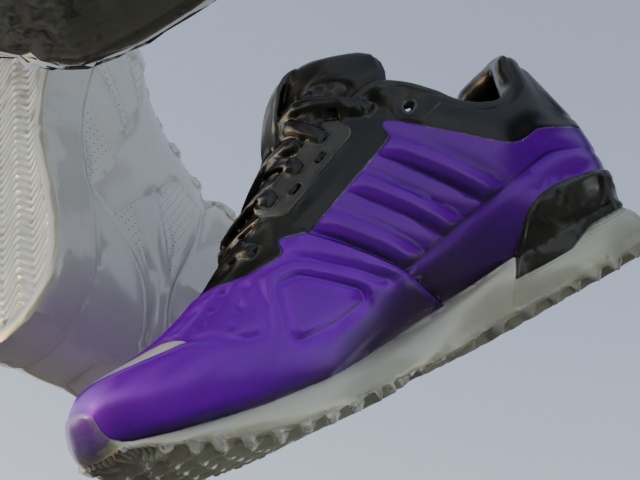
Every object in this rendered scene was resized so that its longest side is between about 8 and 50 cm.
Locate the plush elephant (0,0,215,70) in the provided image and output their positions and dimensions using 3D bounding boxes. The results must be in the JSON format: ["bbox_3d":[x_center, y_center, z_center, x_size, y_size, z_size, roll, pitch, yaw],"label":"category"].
[{"bbox_3d":[0.042,-0.231,0.300,0.330,0.255,0.272,-19,-26,-13],"label":"plush elephant"}]

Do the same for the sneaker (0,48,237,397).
[{"bbox_3d":[-0.101,-0.027,0.970,0.108,0.292,0.169,-33,-47,28],"label":"sneaker"}]

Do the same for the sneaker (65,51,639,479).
[{"bbox_3d":[0.000,0.000,0.831,0.293,0.146,0.102,-24,-5,-31],"label":"sneaker"}]
